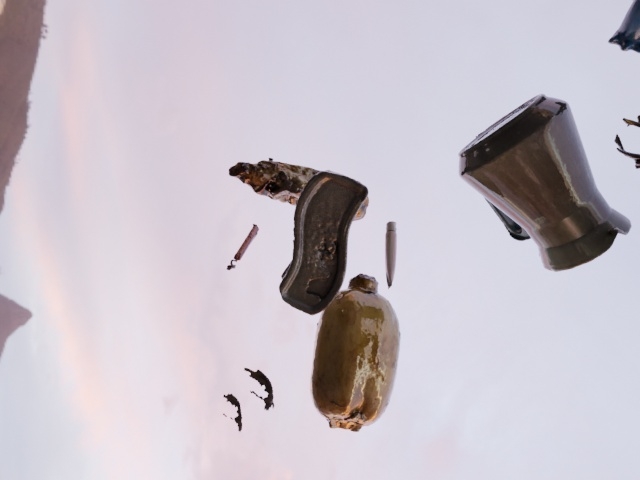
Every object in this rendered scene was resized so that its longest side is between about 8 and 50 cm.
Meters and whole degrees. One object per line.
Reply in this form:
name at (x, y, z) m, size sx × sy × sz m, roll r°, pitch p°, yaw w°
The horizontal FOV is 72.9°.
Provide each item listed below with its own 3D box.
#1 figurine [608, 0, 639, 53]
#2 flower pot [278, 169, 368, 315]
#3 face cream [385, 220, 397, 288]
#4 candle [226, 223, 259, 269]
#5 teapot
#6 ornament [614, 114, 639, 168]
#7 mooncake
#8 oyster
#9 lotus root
figurine at (0.588, -0.390, 0.604) m, size 0.416 × 0.298 × 0.242 m, roll -114°, pitch -152°, yaw -75°
flower pot at (0.000, 0.000, 0.701) m, size 0.103 × 0.108 × 0.229 m, roll 15°, pitch -83°, yaw -1°
face cream at (0.119, 0.025, 0.733) m, size 0.038 × 0.020 × 0.114 m, roll 94°, pitch -1°, yaw -73°
candle at (-0.189, 0.019, 1.071) m, size 0.021 × 0.167 × 0.026 m, roll 12°, pitch -49°, yaw 9°
teapot at (0.322, -0.079, 0.653) m, size 0.225 × 0.171 × 0.203 m, roll 53°, pitch -15°, yaw -3°
ornament at (0.234, -0.029, 0.273) m, size 0.028 × 0.074 × 0.125 m, roll -50°, pitch -120°, yaw 48°
mooncake at (-0.115, 0.357, 0.619) m, size 0.150 × 0.057 × 0.346 m, roll 28°, pitch -70°, yaw 15°
oyster at (-0.038, -0.104, 0.977) m, size 0.128 × 0.345 × 0.078 m, roll -53°, pitch -146°, yaw 37°
lotus root at (0.067, 0.201, 0.799) m, size 0.146 × 0.160 × 0.283 m, roll -11°, pitch -115°, yaw 48°
